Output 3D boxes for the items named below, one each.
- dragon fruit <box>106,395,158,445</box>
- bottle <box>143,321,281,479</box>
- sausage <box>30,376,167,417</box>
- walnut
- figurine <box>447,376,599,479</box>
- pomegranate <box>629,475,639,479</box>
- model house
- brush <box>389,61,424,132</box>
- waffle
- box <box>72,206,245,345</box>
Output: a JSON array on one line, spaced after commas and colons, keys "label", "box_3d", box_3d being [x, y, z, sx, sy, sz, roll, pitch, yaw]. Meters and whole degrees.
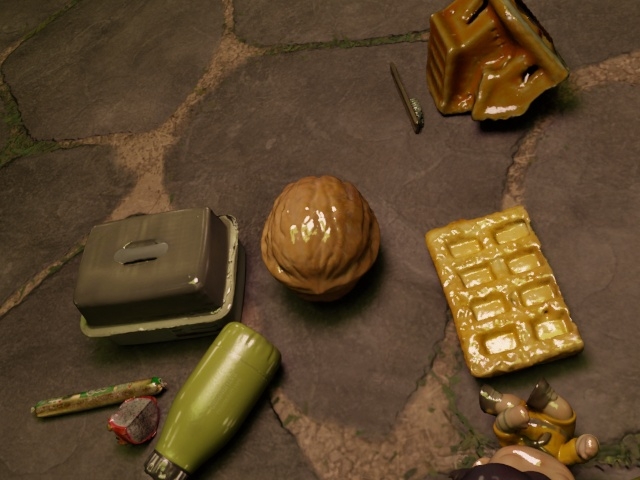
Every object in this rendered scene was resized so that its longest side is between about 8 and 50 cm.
[{"label": "dragon fruit", "box_3d": [-0.306, 0.301, 1.075, 0.056, 0.060, 0.083, -4, 30, 26]}, {"label": "bottle", "box_3d": [-0.171, 0.259, 1.016, 0.112, 0.112, 0.260, 23, 68, 31]}, {"label": "sausage", "box_3d": [-0.388, 0.274, 1.136, 0.268, 0.033, 0.033, -13, 54, 12]}, {"label": "walnut", "box_3d": [0.000, 0.000, 1.074, 0.213, 0.213, 0.213, -10, 55, 14]}, {"label": "figurine", "box_3d": [0.254, 0.305, 0.801, 0.192, 0.167, 0.257, 7, 37, 29]}, {"label": "pomegranate", "box_3d": [0.377, 0.333, 0.726, 0.129, 0.159, 0.129, 5, 44, -5]}, {"label": "model house", "box_3d": [0.295, -0.330, 1.206, 0.239, 0.173, 0.268, -41, 44, 31]}, {"label": "brush", "box_3d": [0.175, -0.291, 1.307, 0.027, 0.034, 0.191, -14, 53, -1]}, {"label": "waffle", "box_3d": [0.276, 0.077, 1.007, 0.167, 0.057, 0.274, -18, 53, 9]}, {"label": "box", "box_3d": [-0.280, 0.064, 1.154, 0.290, 0.166, 0.221, -9, 54, 13]}]
